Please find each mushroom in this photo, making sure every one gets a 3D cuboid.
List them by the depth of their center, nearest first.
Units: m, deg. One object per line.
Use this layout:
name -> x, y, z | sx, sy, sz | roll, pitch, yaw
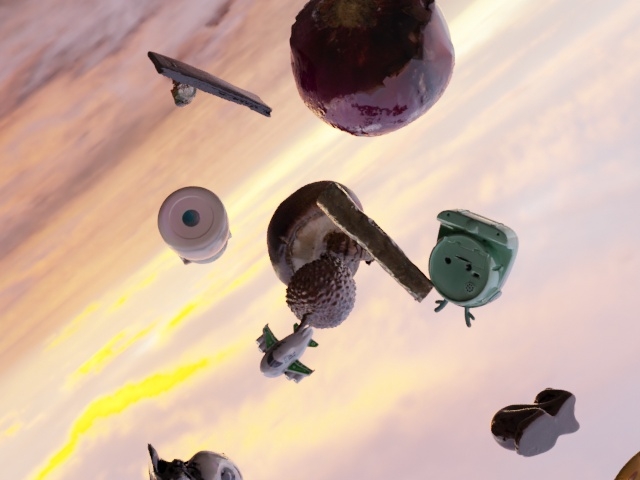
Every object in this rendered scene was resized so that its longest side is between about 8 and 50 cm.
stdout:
mushroom -> 0.004, -0.005, 2.337 | 0.163, 0.278, 0.297 | -105, -156, -65

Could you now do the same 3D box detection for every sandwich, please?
sandwich -> -0.299, -0.337, 2.079 | 0.029, 0.067, 0.135 | -27, -138, 21

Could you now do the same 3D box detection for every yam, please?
yam -> 0.101, 0.003, 1.741 | 0.061, 0.274, 0.061 | -43, 168, -11

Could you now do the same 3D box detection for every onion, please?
onion -> 0.120, -0.346, 1.941 | 0.347, 0.348, 0.385 | -41, 146, -4

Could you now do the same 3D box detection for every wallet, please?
wallet -> -0.212, -0.305, 1.840 | 0.025, 0.244, 0.124 | -64, -150, 15

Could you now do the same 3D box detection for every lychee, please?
lychee -> -0.001, 0.129, 2.165 | 0.165, 0.165, 0.197 | -31, -154, 58

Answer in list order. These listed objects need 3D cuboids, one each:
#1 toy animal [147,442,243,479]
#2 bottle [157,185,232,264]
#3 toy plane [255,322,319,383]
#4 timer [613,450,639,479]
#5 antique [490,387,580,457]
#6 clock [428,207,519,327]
toy animal -> -0.219, 0.433, 1.673 | 0.179, 0.166, 0.138 | 0, -168, -29
bottle -> -0.265, -0.018, 2.084 | 0.147, 0.147, 0.236 | -41, 168, -9
toy plane -> -0.082, 0.276, 2.382 | 0.174, 0.174, 0.080 | -42, 165, -22
timer -> 0.793, 0.608, 1.963 | 0.376, 0.387, 0.376 | -53, 174, -8
antique -> 0.541, 0.450, 2.395 | 0.256, 0.121, 0.143 | -23, -161, -27
clock -> 0.272, 0.055, 1.774 | 0.066, 0.159, 0.211 | -8, 115, -54
